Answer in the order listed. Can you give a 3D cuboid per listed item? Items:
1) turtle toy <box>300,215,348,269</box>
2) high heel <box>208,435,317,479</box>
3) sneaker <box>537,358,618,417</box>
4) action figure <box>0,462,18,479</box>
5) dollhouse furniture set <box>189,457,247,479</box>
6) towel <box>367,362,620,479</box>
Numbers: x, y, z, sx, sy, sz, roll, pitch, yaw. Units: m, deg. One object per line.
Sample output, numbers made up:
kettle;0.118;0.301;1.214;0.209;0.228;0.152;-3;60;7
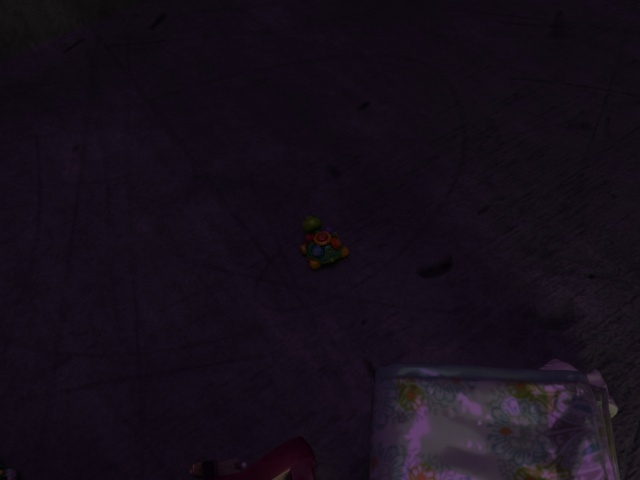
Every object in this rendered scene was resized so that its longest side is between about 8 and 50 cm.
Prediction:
turtle toy;0.000;0.000;1.441;0.095;0.066;0.130;-24;52;-12
high heel;-0.124;0.396;1.099;0.244;0.082;0.117;-6;36;-14
sneaker;0.408;0.269;1.172;0.232;0.090;0.115;5;45;0
action figure;-0.564;0.481;1.130;0.137;0.063;0.232;-27;50;-11
dollhouse furniture set;-0.172;0.445;1.141;0.081;0.091;0.114;6;66;-41
towel;0.260;0.347;0.975;0.375;0.090;0.320;1;50;8
